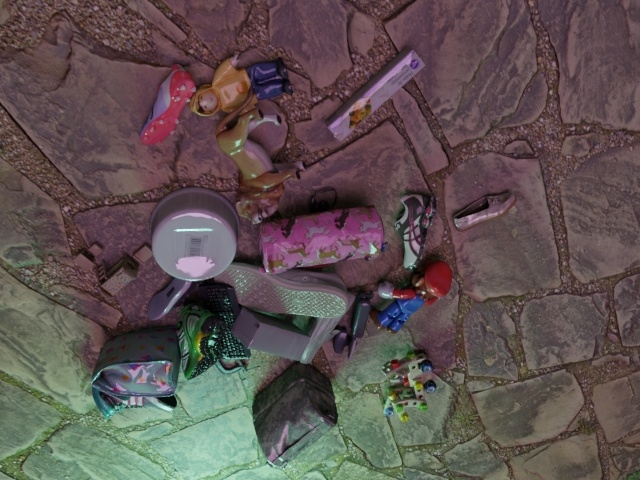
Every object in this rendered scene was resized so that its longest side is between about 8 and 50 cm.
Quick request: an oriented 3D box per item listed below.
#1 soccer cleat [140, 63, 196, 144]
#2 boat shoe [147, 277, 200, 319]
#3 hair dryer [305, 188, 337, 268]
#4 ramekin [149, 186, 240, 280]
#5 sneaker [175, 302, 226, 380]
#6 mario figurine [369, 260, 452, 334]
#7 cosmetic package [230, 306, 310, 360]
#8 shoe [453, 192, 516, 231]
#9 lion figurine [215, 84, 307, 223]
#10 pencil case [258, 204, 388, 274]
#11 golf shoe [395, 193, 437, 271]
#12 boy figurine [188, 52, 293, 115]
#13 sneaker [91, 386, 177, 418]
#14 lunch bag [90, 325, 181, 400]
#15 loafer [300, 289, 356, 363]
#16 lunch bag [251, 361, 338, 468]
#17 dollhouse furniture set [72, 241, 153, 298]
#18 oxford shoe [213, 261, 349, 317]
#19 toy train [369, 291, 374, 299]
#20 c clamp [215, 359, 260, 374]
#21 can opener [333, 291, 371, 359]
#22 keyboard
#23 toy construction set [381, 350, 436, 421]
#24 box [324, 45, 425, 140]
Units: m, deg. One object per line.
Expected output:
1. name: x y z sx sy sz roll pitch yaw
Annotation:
1. soccer cleat: -0.427 -0.368 1.622 0.083 0.095 0.248 1 141 -49
2. boat shoe: -0.471 0.182 1.913 0.228 0.080 0.076 -47 144 20
3. hair dryer: -0.022 -0.013 1.901 0.293 0.080 0.223 -40 107 3
4. ramekin: -0.379 -0.011 1.785 0.277 0.135 0.277 -4 119 -8
5. sneaker: -0.405 0.331 1.949 0.134 0.146 0.343 -29 150 -42
6. mario figurine: 0.318 0.175 2.049 0.320 0.198 0.170 -44 76 22
7. cosmetic package: -0.164 0.312 1.960 0.238 0.127 0.107 22 96 -41
8. shoe: 0.538 -0.102 1.940 0.219 0.076 0.058 -29 125 8
9. lion figurine: -0.198 -0.234 1.681 0.240 0.142 0.392 -13 122 23
10. pencil case: 0.000 0.000 1.787 0.386 0.167 0.160 -8 159 -6
11. golf shoe: 0.298 -0.029 1.939 0.120 0.105 0.272 13 115 6
12. boy figurine: -0.227 -0.419 1.615 0.285 0.092 0.177 -16 123 -5
13. sneaker: -0.664 0.553 2.045 0.295 0.124 0.178 36 102 -17
14. lunch bag: -0.596 0.397 1.917 0.262 0.223 0.160 -4 113 -7
15. loafer: 0.019 0.302 2.045 0.111 0.112 0.319 22 112 -12
16. lunch bag: -0.091 0.640 2.127 0.305 0.256 0.212 -42 117 13
17. dollhouse furniture set: -0.629 0.058 1.795 0.182 0.101 0.161 -39 118 11
18. oxford shoe: -0.123 0.146 1.920 0.449 0.130 0.169 9 128 5
19. toy train: 0.160 0.215 2.073 0.017 0.023 0.083 31 109 -24
20. c clamp: -0.315 0.422 2.103 0.137 0.022 0.160 -27 120 12
21. can opener: 0.106 0.301 2.067 0.095 0.076 0.283 7 125 -4
22. keyboard: -0.354 0.276 1.975 0.202 0.033 0.317 -1 122 15
23. toy construction set: 0.322 0.532 2.218 0.215 0.151 0.327 -15 131 -2
24. box: 0.152 -0.420 1.699 0.324 0.067 0.063 -41 119 11
